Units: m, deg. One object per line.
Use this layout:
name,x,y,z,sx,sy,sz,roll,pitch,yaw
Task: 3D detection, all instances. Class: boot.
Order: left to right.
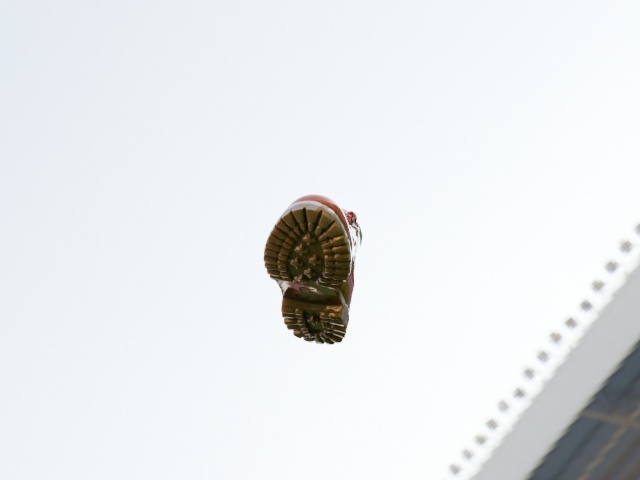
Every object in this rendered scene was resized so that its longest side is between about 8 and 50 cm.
boot,0.000,0.000,0.957,0.059,0.084,0.158,12,-29,8
